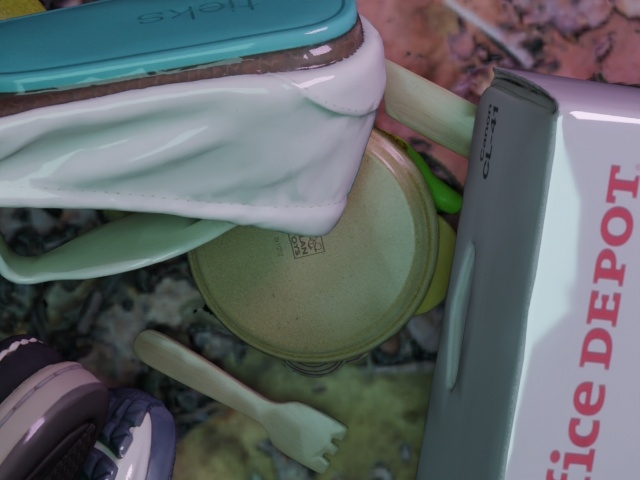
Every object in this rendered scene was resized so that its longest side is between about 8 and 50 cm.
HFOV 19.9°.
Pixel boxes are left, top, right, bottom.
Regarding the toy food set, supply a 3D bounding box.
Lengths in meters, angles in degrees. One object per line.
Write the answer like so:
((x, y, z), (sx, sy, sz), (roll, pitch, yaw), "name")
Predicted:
((0.000, 0.000, 0.875), (0.132, 0.038, 0.192), (30, 102, 4), "toy food set")

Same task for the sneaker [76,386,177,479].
((-0.120, 0.211, 0.880), (0.122, 0.110, 0.283), (23, 84, -35), "sneaker")

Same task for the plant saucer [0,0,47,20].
((-0.256, -0.107, 0.857), (0.188, 0.045, 0.188), (-41, 95, 6), "plant saucer")

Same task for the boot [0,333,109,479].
((-0.304, 0.113, 0.810), (0.377, 0.138, 0.284), (-46, 78, 12), "boot")

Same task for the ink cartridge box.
((0.215, 0.057, 0.807), (0.306, 0.131, 0.226), (6, 99, -11), "ink cartridge box")

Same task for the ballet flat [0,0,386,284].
((-0.170, -0.036, 0.791), (0.400, 0.139, 0.139), (-3, 97, -4), "ballet flat")
